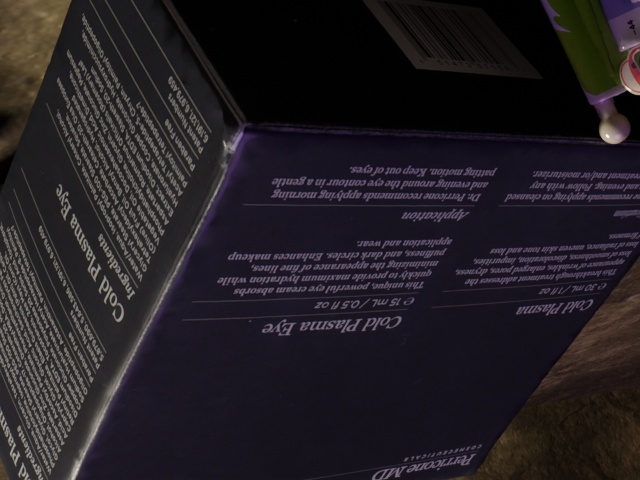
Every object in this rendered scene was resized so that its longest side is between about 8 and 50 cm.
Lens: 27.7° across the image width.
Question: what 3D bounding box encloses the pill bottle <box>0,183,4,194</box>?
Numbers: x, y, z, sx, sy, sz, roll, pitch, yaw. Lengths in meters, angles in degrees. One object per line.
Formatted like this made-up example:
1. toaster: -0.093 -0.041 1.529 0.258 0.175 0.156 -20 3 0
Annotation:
1. pill bottle: -0.133 0.015 0.973 0.246 0.136 0.136 -8 162 -21

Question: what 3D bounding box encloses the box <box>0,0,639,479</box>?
1. box: 0.000 0.000 0.778 0.343 0.179 0.312 -1 134 -37

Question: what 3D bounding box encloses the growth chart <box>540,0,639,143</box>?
1. growth chart: 0.188 -0.166 0.599 0.237 0.172 0.021 -29 -175 39
